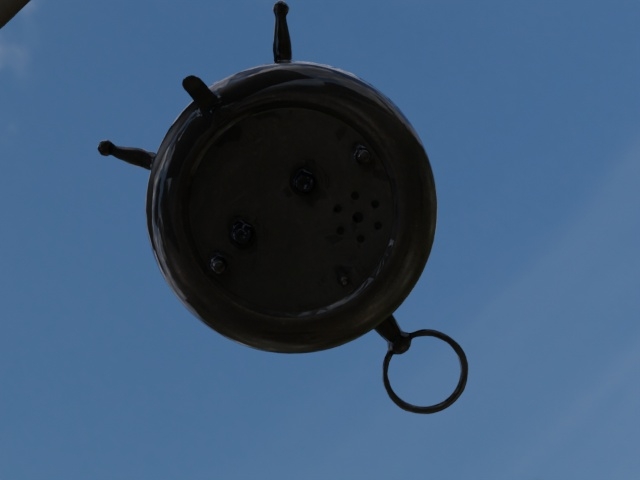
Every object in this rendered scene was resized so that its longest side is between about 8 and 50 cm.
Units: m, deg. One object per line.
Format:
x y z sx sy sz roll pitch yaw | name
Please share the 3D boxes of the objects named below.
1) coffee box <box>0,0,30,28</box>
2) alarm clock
-0.139 -0.194 0.753 0.297 0.119 0.168 -46 -59 -22 | coffee box
0.000 0.000 0.893 0.129 0.192 0.064 -39 7 4 | alarm clock
